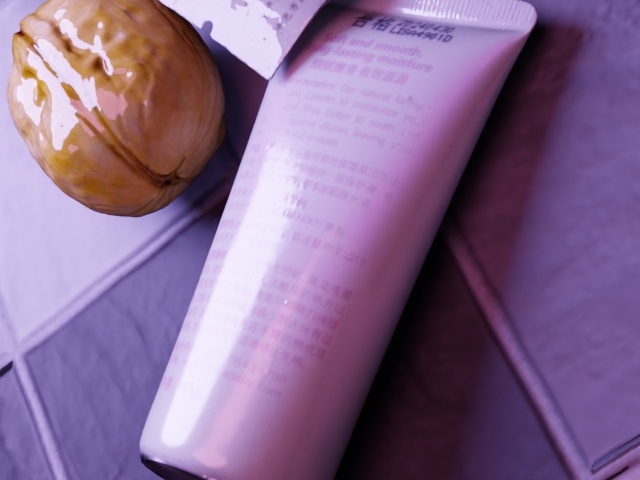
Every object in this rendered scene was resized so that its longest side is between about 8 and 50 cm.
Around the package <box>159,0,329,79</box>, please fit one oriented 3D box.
[{"bbox_3d":[-0.023,-0.252,1.109,0.204,0.062,0.251,36,79,29],"label":"package"}]

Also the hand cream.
[{"bbox_3d":[0.000,0.000,1.045,0.185,0.118,0.359,15,78,37],"label":"hand cream"}]

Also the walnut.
[{"bbox_3d":[-0.141,-0.100,1.131,0.180,0.144,0.144,43,102,36],"label":"walnut"}]
